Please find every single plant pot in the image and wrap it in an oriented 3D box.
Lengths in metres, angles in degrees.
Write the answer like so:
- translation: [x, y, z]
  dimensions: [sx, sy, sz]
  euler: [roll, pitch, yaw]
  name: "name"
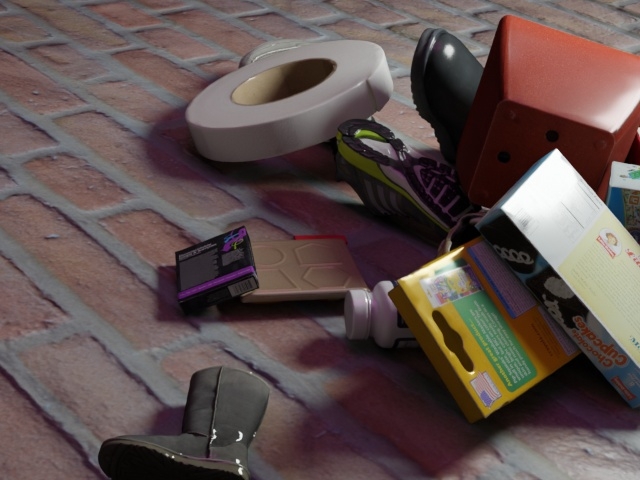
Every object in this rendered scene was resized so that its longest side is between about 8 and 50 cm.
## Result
- translation: [0.352, -0.158, 1.940]
  dimensions: [0.267, 0.267, 0.236]
  euler: [20, 31, 7]
  name: "plant pot"

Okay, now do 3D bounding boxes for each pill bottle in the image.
- translation: [0.122, 0.101, 1.729]
  dimensions: [0.169, 0.094, 0.094]
  euler: [0, 27, -10]
  name: "pill bottle"

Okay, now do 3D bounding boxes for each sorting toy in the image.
- translation: [-0.039, 0.049, 1.880]
  dimensions: [0.193, 0.038, 0.208]
  euler: [-2, 23, -13]
  name: "sorting toy"

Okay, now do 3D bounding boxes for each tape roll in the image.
- translation: [-0.058, -0.263, 2.304]
  dimensions: [0.392, 0.072, 0.392]
  euler: [-16, 24, 7]
  name: "tape roll"

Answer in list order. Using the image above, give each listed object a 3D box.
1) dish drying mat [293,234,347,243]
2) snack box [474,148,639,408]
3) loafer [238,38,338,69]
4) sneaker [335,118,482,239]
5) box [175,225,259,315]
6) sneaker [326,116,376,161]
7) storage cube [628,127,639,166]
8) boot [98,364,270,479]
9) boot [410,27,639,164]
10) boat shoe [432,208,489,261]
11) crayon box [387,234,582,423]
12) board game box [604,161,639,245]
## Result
- translation: [0.000, 0.000, 2.007]
  dimensions: [0.083, 0.008, 0.032]
  euler: [-2, 27, -10]
  name: "dish drying mat"
- translation: [0.368, 0.047, 1.686]
  dimensions: [0.322, 0.060, 0.187]
  euler: [49, 45, 0]
  name: "snack box"
- translation: [-0.024, -0.367, 2.616]
  dimensions: [0.319, 0.112, 0.111]
  euler: [-14, 24, -34]
  name: "loafer"
- translation: [0.144, -0.081, 2.082]
  dimensions: [0.300, 0.121, 0.111]
  euler: [40, 51, 20]
  name: "sneaker"
- translation: [-0.153, 0.042, 1.831]
  dimensions: [0.116, 0.029, 0.162]
  euler: [-21, 29, 3]
  name: "box"
- translation: [0.068, -0.199, 2.316]
  dimensions: [0.108, 0.100, 0.271]
  euler: [1, 26, -19]
  name: "sneaker"
- translation: [0.588, -0.052, 1.999]
  dimensions: [0.183, 0.193, 0.215]
  euler: [6, 26, 4]
  name: "storage cube"
- translation: [-0.156, 0.216, 1.482]
  dimensions: [0.189, 0.076, 0.208]
  euler: [16, 33, -9]
  name: "boot"
- translation: [0.406, -0.222, 2.138]
  dimensions: [0.445, 0.146, 0.367]
  euler: [12, -17, 24]
  name: "boot"
- translation: [0.255, 0.012, 1.899]
  dimensions: [0.113, 0.103, 0.302]
  euler: [26, 35, 18]
  name: "boat shoe"
- translation: [0.228, 0.101, 1.646]
  dimensions: [0.323, 0.083, 0.203]
  euler: [-24, 78, -45]
  name: "crayon box"
- translation: [0.554, 0.023, 1.813]
  dimensions: [0.303, 0.224, 0.097]
  euler: [9, 30, 10]
  name: "board game box"
